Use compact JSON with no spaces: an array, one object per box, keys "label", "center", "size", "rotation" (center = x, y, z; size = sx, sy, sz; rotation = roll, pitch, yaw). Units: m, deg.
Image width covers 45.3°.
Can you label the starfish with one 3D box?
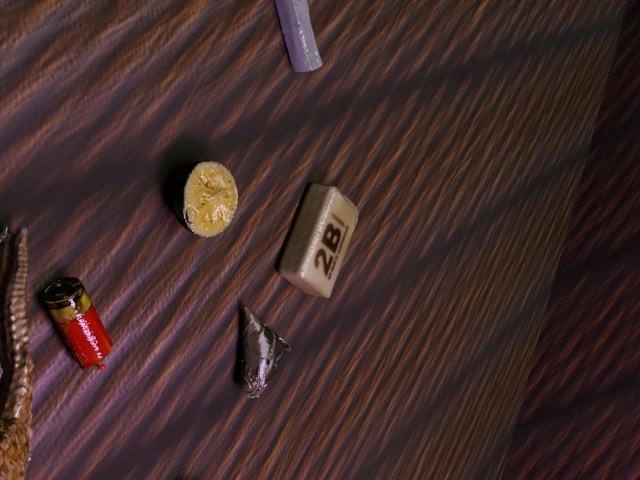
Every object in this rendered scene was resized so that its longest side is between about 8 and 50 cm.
[{"label":"starfish","center":[-0.339,0.227,0.710],"size":[0.132,0.384,0.398],"rotation":[27,98,-23]}]

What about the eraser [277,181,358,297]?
[{"label":"eraser","center":[0.000,0.000,1.310],"size":[0.117,0.058,0.172],"rotation":[41,65,-53]}]

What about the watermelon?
[{"label":"watermelon","center":[-0.164,-0.057,1.046],"size":[0.105,0.062,0.105],"rotation":[-6,98,-50]}]

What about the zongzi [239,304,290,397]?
[{"label":"zongzi","center":[-0.112,0.178,1.206],"size":[0.119,0.055,0.109],"rotation":[49,60,-36]}]

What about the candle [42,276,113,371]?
[{"label":"candle","center":[-0.286,0.108,0.924],"size":[0.052,0.052,0.130],"rotation":[-48,137,-38]}]

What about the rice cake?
[{"label":"rice cake","center":[-0.046,-0.369,1.146],"size":[0.042,0.045,0.245],"rotation":[-45,134,-37]}]
